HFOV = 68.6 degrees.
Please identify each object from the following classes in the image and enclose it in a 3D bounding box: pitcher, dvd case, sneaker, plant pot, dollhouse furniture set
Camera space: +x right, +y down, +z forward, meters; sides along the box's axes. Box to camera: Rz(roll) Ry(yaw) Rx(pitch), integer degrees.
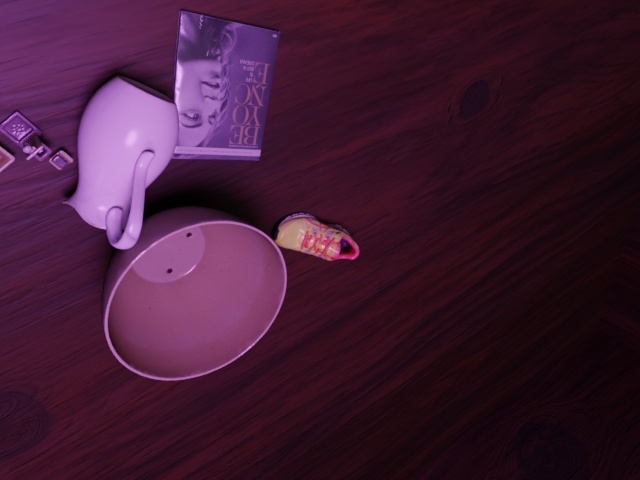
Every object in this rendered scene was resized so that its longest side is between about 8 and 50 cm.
[{"bbox_3d":[-0.267,-0.106,0.652,0.126,0.178,0.207,11,111,-52],"label":"pitcher"},{"bbox_3d":[-0.157,-0.238,0.764,0.165,0.018,0.221,-5,120,-35],"label":"dvd case"},{"bbox_3d":[0.000,0.000,0.982,0.209,0.094,0.081,5,115,-38],"label":"sneaker"},{"bbox_3d":[-0.225,0.056,0.778,0.284,0.191,0.283,-19,128,-27],"label":"plant pot"},{"bbox_3d":[-0.404,-0.093,0.623,0.114,0.081,0.091,-44,134,-6],"label":"dollhouse furniture set"}]
